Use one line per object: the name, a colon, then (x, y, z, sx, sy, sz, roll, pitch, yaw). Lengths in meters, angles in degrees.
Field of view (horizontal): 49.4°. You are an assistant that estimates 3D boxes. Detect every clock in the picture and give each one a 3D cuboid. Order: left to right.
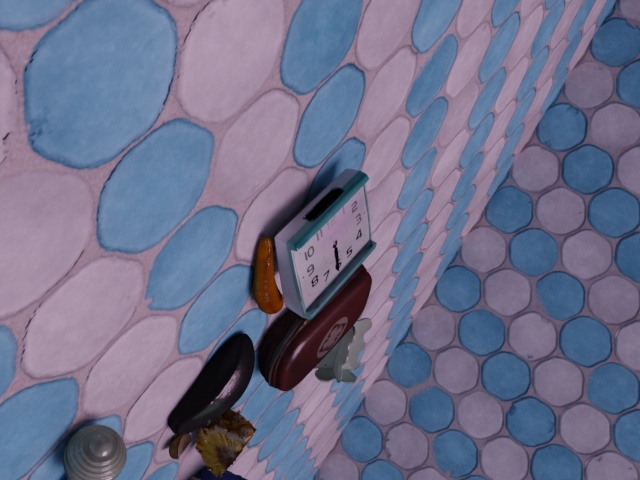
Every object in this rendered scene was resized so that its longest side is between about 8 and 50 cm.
clock: (0.000, 0.000, 1.494, 0.262, 0.116, 0.231, -47, 144, -33)

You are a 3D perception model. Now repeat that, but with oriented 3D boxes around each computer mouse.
computer mouse: (-0.224, 0.336, 1.556, 0.269, 0.086, 0.137, -53, 160, -5)

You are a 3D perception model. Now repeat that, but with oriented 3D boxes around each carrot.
carrot: (-0.115, 0.087, 1.465, 0.066, 0.062, 0.271, -19, 147, -8)

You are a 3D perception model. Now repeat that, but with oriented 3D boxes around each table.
table: (0.060, 0.312, 2.115, 0.167, 0.167, 0.198, -25, 135, -56)

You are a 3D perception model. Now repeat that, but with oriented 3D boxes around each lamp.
lamp: (-0.404, 0.401, 1.217, 0.106, 0.106, 0.193, -32, 158, -50)

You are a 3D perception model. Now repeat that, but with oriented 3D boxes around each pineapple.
pineapple: (-0.243, 0.471, 1.673, 0.079, 0.135, 0.233, -49, 170, -47)

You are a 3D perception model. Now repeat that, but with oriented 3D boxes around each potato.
potato: (-0.329, 0.468, 1.601, 0.093, 0.036, 0.037, -51, 133, -77)

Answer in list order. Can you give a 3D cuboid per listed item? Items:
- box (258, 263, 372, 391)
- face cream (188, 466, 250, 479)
box: (-0.007, 0.226, 1.862, 0.404, 0.108, 0.263, -43, 156, -32)
face cream: (-0.255, 0.756, 1.875, 0.249, 0.225, 0.248, -38, 136, -49)
